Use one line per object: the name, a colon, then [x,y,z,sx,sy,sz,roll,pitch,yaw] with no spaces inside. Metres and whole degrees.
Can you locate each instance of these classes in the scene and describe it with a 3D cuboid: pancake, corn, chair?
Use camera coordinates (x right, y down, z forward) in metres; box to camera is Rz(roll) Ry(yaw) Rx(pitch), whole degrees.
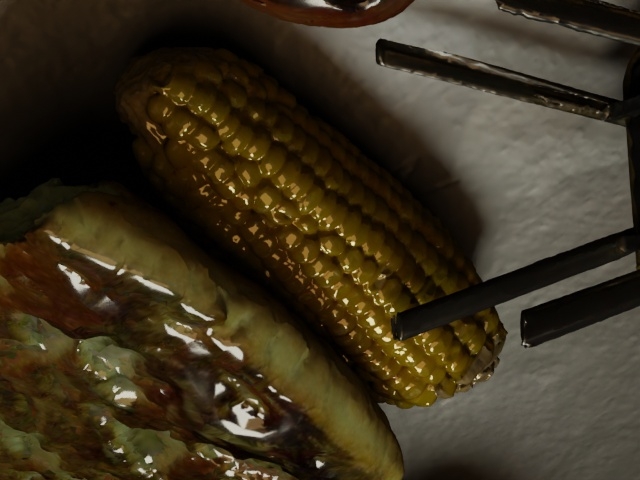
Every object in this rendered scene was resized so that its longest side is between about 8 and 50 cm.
pancake: [-0.097,0.118,0.745,0.305,0.067,0.427,-8,139,27]
corn: [0.000,0.000,0.688,0.097,0.097,0.262,-36,122,20]
chair: [0.166,-0.044,0.610,0.247,0.159,0.172,-2,88,-15]

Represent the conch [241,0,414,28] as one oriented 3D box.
conch: [0.013,-0.135,0.602,0.233,0.086,0.080,-12,168,19]
